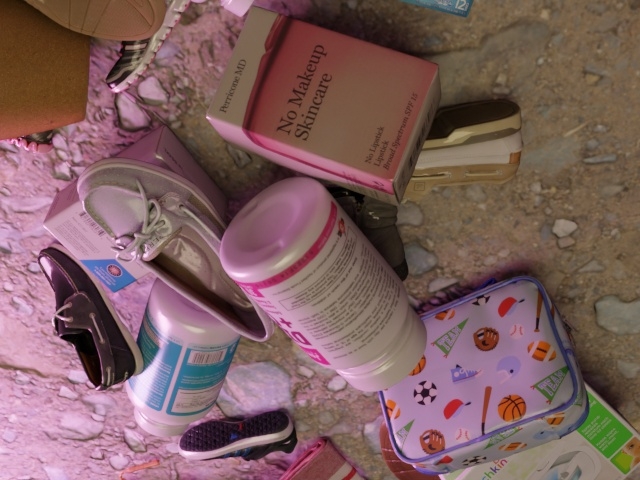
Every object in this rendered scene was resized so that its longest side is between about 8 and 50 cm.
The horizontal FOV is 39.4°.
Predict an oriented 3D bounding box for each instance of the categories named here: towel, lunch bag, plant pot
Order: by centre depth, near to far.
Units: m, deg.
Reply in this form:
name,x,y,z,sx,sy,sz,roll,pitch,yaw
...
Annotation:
name,x,y,z,sx,sy,sz,roll,pitch,yaw
plant pot,-0.407,-0.211,1.056,0.254,0.237,0.237,2,126,-19
lunch bag,0.230,0.190,1.298,0.303,0.243,0.115,-24,145,16
towel,0.012,0.527,1.598,0.237,0.037,0.329,-42,119,-6

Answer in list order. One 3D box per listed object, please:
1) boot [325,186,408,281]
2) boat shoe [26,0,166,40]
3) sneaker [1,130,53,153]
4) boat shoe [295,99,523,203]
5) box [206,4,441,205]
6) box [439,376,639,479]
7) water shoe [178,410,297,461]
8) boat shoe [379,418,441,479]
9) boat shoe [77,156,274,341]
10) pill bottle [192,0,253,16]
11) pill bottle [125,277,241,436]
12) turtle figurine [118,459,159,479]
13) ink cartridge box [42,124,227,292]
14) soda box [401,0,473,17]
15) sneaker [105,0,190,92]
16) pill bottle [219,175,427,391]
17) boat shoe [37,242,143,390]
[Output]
name,x,y,z,sx,sy,sz,roll,pitch,yaw
boot,0.000,0.000,1.267,0.246,0.083,0.161,-13,119,2
boat shoe,-0.310,-0.310,0.998,0.285,0.092,0.103,14,124,-16
sneaker,-0.411,-0.157,1.184,0.119,0.047,0.057,13,118,-16
boat shoe,0.114,-0.101,1.163,0.302,0.113,0.103,-8,119,6
box,0.009,-0.155,1.045,0.232,0.127,0.148,20,84,11
box,0.340,0.325,1.406,0.262,0.127,0.231,-45,114,6
water shoe,-0.139,0.349,1.508,0.203,0.073,0.080,-12,126,10
boat shoe,0.189,0.381,1.524,0.104,0.089,0.285,-5,126,37
boat shoe,-0.175,0.014,1.152,0.118,0.103,0.320,-35,121,23
pill bottle,-0.154,-0.338,1.008,0.193,0.108,0.108,29,121,-17
pill bottle,-0.209,0.175,1.344,0.146,0.146,0.264,17,124,-10
turtle figurine,-0.246,0.512,1.615,0.269,0.087,0.217,14,125,-10
ink cartridge box,-0.250,-0.041,1.230,0.203,0.086,0.148,-28,121,18
soda box,0.079,-0.326,1.034,0.210,0.067,0.071,12,124,-7
sneaker,-0.226,-0.261,1.093,0.075,0.063,0.170,31,115,-19
pill bottle,0.014,0.066,1.157,0.160,0.160,0.283,-28,126,19
boat shoe,-0.346,0.107,1.285,0.233,0.079,0.084,57,139,8
